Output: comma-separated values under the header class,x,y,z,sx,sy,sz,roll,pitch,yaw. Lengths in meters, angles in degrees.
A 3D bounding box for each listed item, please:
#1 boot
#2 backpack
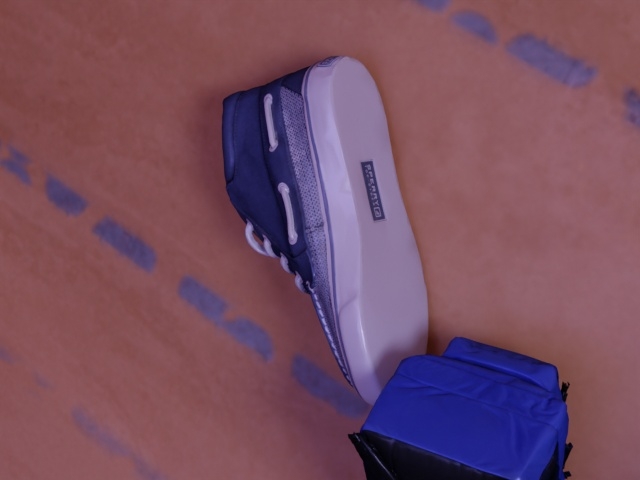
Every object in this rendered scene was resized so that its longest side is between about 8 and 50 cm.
class,x,y,z,sx,sy,sz,roll,pitch,yaw
boot,0.000,0.000,0.743,0.086,0.069,0.189,-13,82,37
backpack,0.083,0.119,0.689,0.098,0.101,0.120,20,138,29
